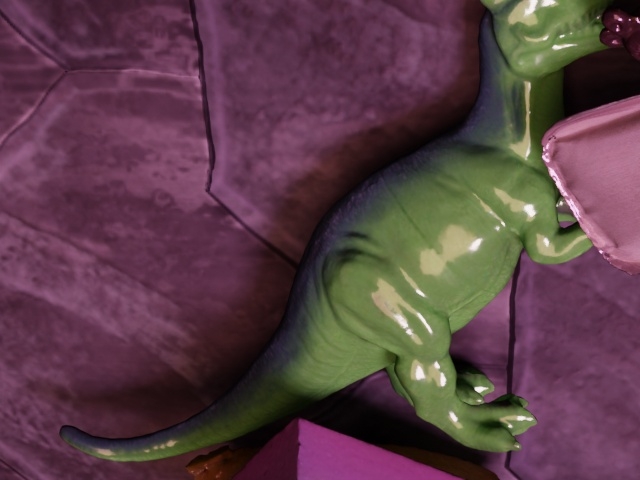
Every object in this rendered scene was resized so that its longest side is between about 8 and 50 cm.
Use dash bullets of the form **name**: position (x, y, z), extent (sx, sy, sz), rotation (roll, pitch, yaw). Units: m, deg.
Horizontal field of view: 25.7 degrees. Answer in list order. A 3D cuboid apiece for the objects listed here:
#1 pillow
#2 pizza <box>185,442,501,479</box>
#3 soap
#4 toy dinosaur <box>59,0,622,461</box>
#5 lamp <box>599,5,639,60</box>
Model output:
- **pillow**: position (0.265, -0.058, 0.914), extent (0.232, 0.038, 0.131), rotation (-22, 109, 31)
- **pizza**: position (0.029, 0.290, 1.233), extent (0.279, 0.075, 0.288), rotation (-1, 126, -1)
- **soap**: position (0.041, 0.247, 1.099), extent (0.259, 0.081, 0.181), rotation (23, 130, -21)
- **toy dinosaur**: position (0.000, 0.000, 1.054), extent (0.499, 0.144, 0.375), rotation (-7, 113, 8)
- **lamp**: position (0.315, -0.141, 0.940), extent (0.253, 0.118, 0.118), rotation (16, 120, 4)
